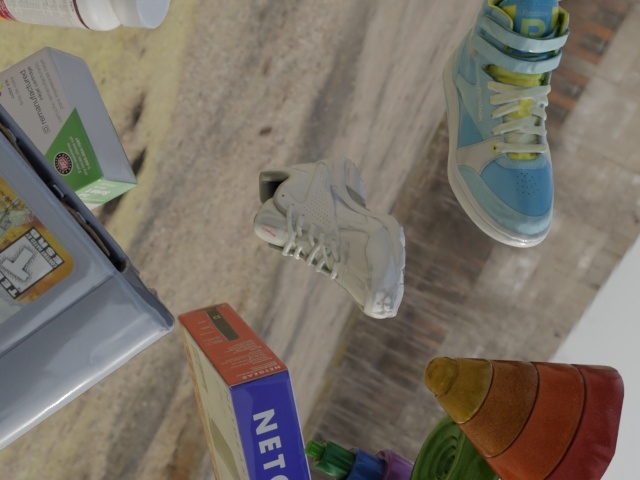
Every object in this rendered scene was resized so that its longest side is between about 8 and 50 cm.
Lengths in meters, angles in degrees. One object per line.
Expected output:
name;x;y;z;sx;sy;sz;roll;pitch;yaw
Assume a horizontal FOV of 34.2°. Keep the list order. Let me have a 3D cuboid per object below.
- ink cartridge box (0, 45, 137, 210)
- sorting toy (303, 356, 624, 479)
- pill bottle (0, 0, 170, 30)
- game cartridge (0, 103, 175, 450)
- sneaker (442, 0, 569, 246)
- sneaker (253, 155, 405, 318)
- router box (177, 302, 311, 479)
ink cartridge box;-0.426;-0.109;1.440;0.278;0.201;0.117;-26;173;14
sorting toy;0.080;0.157;0.830;0.365;0.126;0.127;-41;-157;59
pill bottle;-0.303;-0.321;1.275;0.121;0.221;0.121;9;90;-75
game cartridge;-0.267;0.003;0.709;0.198;0.297;0.062;-37;-164;4
sneaker;0.232;-0.167;1.242;0.208;0.127;0.319;112;-26;-55
sneaker;0.000;0.000;0.948;0.232;0.115;0.090;-124;-143;-56
router box;-0.097;0.287;1.455;0.301;0.082;0.335;-147;-135;-67
